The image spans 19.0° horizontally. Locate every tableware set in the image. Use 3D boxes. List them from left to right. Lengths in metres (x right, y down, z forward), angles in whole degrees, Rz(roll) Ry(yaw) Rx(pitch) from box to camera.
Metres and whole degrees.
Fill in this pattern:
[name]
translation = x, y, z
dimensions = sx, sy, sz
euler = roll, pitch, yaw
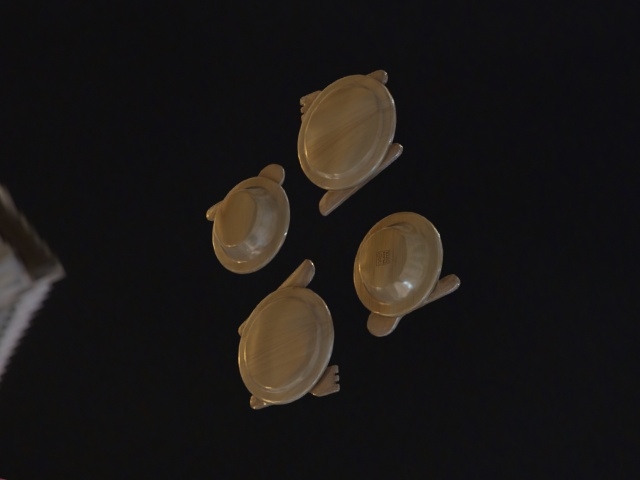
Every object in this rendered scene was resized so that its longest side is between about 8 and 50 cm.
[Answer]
[tableware set]
translation = 0.000, 0.000, 1.007
dimensions = 0.141, 0.020, 0.169
euler = -34, -125, 26

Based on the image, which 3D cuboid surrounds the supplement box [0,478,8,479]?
[supplement box]
translation = -0.103, 0.167, 0.714
dimensions = 0.114, 0.220, 0.111
euler = -34, -131, 40
